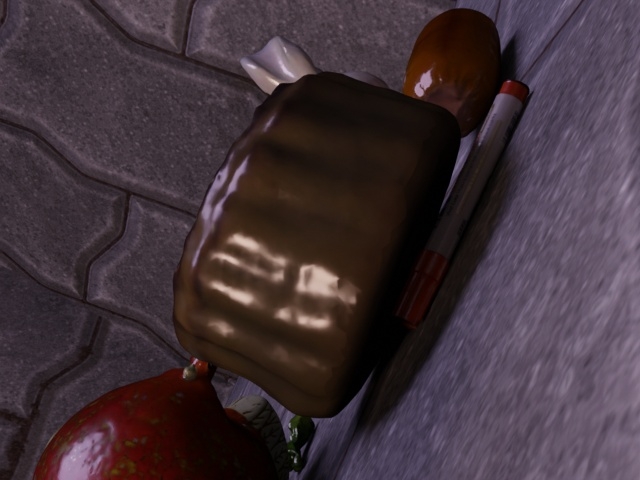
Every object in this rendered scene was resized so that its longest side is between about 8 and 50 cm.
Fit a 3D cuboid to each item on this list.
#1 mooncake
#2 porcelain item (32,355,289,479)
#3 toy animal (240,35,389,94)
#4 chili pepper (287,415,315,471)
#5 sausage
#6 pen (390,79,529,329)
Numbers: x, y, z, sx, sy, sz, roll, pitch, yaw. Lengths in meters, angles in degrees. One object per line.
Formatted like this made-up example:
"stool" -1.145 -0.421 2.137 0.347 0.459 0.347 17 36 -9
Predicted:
"mooncake" 0.000 0.000 0.981 0.290 0.161 0.290 -62 -11 -21
"porcelain item" -0.130 0.207 1.042 0.253 0.253 0.253 -62 3 5
"toy animal" 0.009 -0.077 1.374 0.183 0.247 0.310 -7 -73 -60
"chili pepper" -0.026 0.216 1.230 0.034 0.030 0.091 -34 16 21
"sausage" 0.142 -0.180 1.234 0.105 0.105 0.274 -61 3 24
"pen" 0.119 -0.033 0.976 0.239 0.028 0.028 -62 3 -16
